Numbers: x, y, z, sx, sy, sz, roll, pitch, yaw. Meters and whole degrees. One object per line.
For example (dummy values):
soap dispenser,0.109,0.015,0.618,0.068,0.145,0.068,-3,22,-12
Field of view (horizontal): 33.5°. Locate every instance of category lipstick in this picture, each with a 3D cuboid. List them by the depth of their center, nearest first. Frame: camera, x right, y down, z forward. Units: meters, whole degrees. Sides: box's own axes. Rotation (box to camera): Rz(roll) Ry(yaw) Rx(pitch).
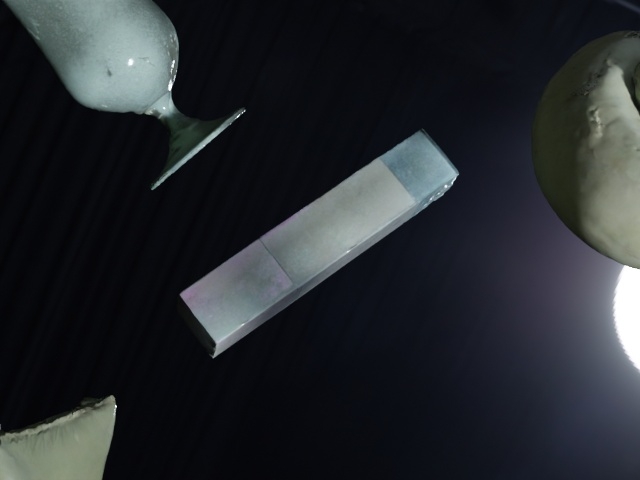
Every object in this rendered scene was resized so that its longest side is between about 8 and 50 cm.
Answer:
lipstick,0.000,0.000,1.093,0.068,0.317,0.066,52,160,9

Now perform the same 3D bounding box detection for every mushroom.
mushroom,0.314,-0.094,0.933,0.246,0.202,0.246,7,-131,-8

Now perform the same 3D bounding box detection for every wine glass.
wine glass,-0.171,-0.159,0.847,0.231,0.103,0.103,50,-174,-9

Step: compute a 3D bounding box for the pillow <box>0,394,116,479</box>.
pillow,-0.177,0.202,0.651,0.053,0.208,0.119,14,-167,16
